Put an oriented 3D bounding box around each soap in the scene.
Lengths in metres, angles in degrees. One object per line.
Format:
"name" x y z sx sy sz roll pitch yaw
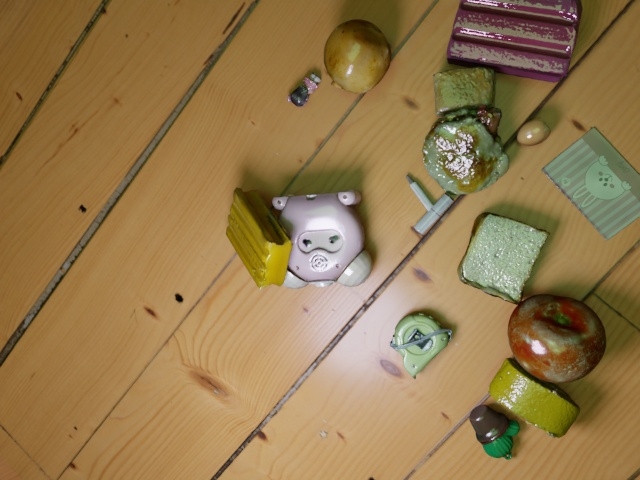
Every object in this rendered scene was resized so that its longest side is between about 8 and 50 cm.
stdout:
"soap" -0.208 -0.013 1.783 0.324 0.096 0.204 52 138 41
"soap" 0.589 -0.636 1.641 0.360 0.128 0.232 16 98 13

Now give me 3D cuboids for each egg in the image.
"egg" 0.660 -0.333 1.665 0.096 0.080 0.080 -42 83 25

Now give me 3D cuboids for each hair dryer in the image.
"hair dryer" 0.325 -0.136 1.786 0.183 0.044 0.155 43 101 14

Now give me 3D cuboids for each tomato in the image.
"tomato" 0.696 0.299 1.608 0.270 0.270 0.222 10 129 14

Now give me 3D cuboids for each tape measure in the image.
"tape measure" 0.325 0.328 1.772 0.200 0.106 0.175 -44 86 11

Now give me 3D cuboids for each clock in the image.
"clock" 0.000 0.000 1.811 0.342 0.184 0.325 -2 97 20

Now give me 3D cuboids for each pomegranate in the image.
"pomegranate" 0.118 -0.590 1.720 0.233 0.233 0.233 1 93 14

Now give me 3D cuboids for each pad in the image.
"pad" 0.865 -0.175 1.658 0.202 0.005 0.299 -41 83 13

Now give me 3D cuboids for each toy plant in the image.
"toy plant" 0.571 0.620 1.733 0.143 0.105 0.200 -42 100 1

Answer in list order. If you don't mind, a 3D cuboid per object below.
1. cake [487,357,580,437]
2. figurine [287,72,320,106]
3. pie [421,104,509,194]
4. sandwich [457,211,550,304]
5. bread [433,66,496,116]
"cake" 0.661 0.490 1.658 0.261 0.179 0.156 30 101 12
"figurine" -0.058 -0.521 1.851 0.072 0.054 0.129 40 100 13
"pie" 0.452 -0.276 1.688 0.257 0.105 0.274 -11 113 16
"sandwich" 0.570 0.052 1.704 0.226 0.087 0.251 20 95 11
"bread" 0.457 -0.469 1.698 0.196 0.102 0.138 0 96 13
